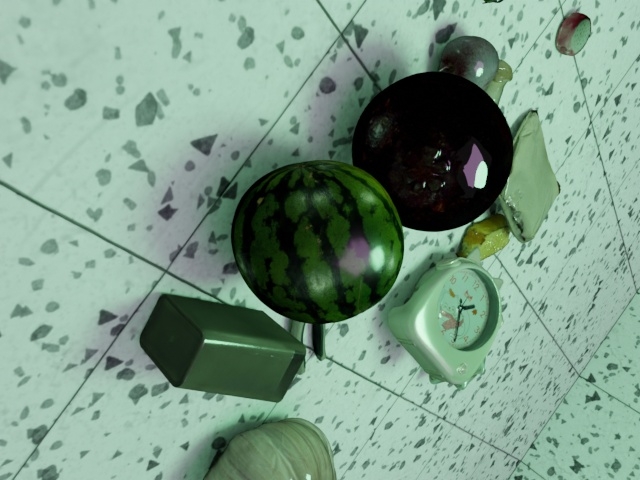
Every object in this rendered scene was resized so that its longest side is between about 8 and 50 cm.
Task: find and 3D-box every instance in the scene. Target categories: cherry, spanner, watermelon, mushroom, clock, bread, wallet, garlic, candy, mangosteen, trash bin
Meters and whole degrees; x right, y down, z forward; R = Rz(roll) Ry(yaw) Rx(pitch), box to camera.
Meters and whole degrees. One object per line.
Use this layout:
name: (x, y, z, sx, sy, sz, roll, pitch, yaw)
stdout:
cherry: (0.289, -0.328, 1.257, 0.148, 0.115, 0.188, -53, 165, -49)
spanner: (-0.030, 0.155, 1.296, 0.095, 0.040, 0.325, -28, 134, -31)
watermelon: (0.000, 0.000, 1.026, 0.285, 0.285, 0.285, -25, 132, -32)
mushroom: (0.364, -0.291, 1.368, 0.092, 0.081, 0.223, -16, 126, -63)
clock: (0.343, 0.178, 1.570, 0.324, 0.108, 0.265, -48, 110, -22)
bread: (0.449, -0.005, 1.665, 0.187, 0.065, 0.103, -18, 133, -36)
wallet: (0.550, -0.152, 1.626, 0.275, 0.068, 0.335, -59, 136, -26)
garlic: (-0.096, 0.529, 1.312, 0.317, 0.259, 0.318, -26, 136, -28)
candy: (0.625, -0.508, 1.514, 0.103, 0.043, 0.103, -26, 132, -33)
mangosteen: (0.217, -0.167, 1.142, 0.313, 0.297, 0.297, -26, 132, -42)
trash bin: (-0.172, 0.187, 1.083, 0.240, 0.164, 0.122, 22, 98, -47)

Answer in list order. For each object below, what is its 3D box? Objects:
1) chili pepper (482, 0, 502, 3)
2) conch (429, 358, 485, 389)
chili pepper: (0.340, -0.577, 1.168, 0.088, 0.059, 0.227, -28, 131, -24)
conch: (0.397, 0.346, 1.772, 0.203, 0.170, 0.386, -32, 140, 17)
